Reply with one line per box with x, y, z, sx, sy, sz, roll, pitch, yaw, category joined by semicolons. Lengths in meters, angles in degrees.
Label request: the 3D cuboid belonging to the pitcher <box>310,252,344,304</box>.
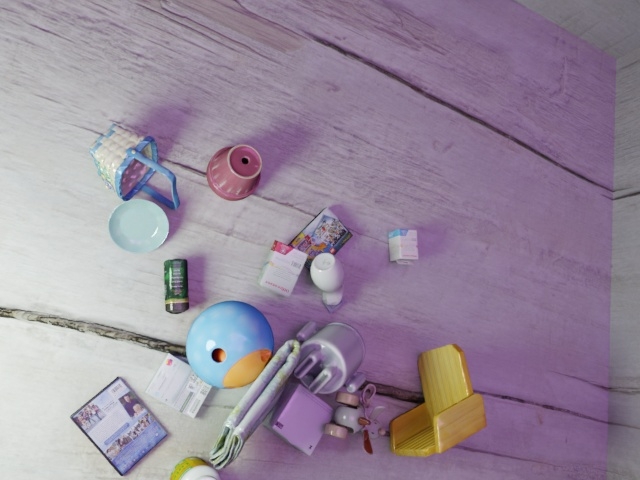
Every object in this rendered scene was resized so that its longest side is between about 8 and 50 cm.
0.042;0.121;2.015;0.125;0.207;0.178;7;54;20;pitcher

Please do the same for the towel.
-0.201;0.529;1.695;0.090;0.321;0.374;34;46;6;towel

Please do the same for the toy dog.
0.160;0.652;1.899;0.333;0.160;0.220;10;86;-52;toy dog

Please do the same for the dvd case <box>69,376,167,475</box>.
-0.640;0.591;1.685;0.180;0.022;0.253;-40;98;-25;dvd case

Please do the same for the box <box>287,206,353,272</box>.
0.000;0.000;2.091;0.159;0.044;0.233;49;64;-10;box

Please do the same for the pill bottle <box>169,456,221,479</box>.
-0.383;0.765;1.645;0.136;0.245;0.137;5;77;-25;pill bottle

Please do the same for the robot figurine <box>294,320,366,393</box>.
0.039;0.414;1.899;0.300;0.200;0.353;48;25;10;robot figurine

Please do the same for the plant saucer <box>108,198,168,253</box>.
-0.614;-0.052;1.785;0.194;0.037;0.195;-7;114;-17;plant saucer

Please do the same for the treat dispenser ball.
-0.297;0.343;1.746;0.288;0.288;0.289;5;78;-24;treat dispenser ball

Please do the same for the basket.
-0.596;-0.225;1.746;0.288;0.255;0.201;27;65;1;basket

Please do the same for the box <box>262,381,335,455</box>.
-0.077;0.633;1.888;0.181;0.119;0.182;41;66;-13;box

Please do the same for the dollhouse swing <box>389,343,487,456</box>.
0.399;0.600;2.001;0.315;0.347;0.305;-17;78;-27;dollhouse swing

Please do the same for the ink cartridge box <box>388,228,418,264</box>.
0.348;0.032;2.225;0.092;0.090;0.143;3;79;-24;ink cartridge box

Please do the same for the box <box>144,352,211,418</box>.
-0.471;0.488;1.776;0.186;0.038;0.145;35;67;-17;box

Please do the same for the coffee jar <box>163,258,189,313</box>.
-0.491;0.158;1.799;0.079;0.096;0.185;-1;80;-23;coffee jar

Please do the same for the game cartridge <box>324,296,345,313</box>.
0.055;0.243;2.086;0.083;0.017;0.056;-33;98;-27;game cartridge

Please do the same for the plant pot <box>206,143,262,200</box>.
-0.300;-0.261;1.926;0.201;0.180;0.202;5;78;-24;plant pot

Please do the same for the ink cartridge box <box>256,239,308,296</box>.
-0.143;0.104;1.964;0.127;0.072;0.175;25;87;-19;ink cartridge box
